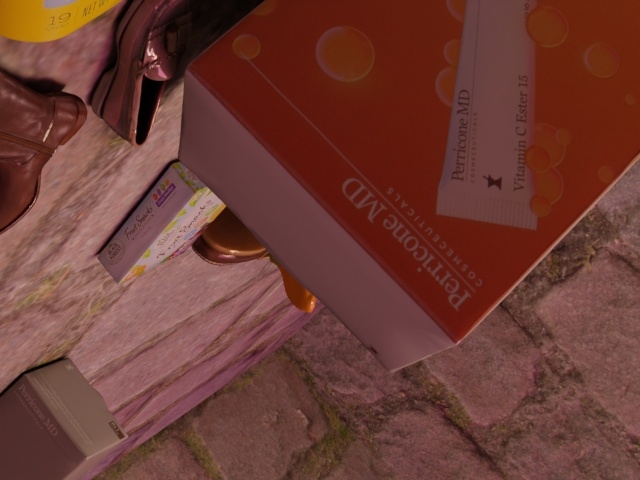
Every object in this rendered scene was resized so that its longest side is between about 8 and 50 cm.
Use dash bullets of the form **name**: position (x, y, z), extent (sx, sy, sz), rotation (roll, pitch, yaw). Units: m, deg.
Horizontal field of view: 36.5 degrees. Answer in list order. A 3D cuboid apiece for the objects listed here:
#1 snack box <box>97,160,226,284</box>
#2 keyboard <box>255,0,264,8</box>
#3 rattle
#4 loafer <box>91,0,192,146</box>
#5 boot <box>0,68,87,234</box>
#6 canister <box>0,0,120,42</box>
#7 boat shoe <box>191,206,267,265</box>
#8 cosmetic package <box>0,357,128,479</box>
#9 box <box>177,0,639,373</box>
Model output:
- **snack box**: position (-0.130, -0.026, 0.888), extent (0.141, 0.037, 0.100), rotation (-45, 170, 35)
- **keyboard**: position (0.035, -0.218, 0.588), extent (0.201, 0.033, 0.317), rotation (-33, 169, -44)
- **rattle**: position (0.000, 0.000, 1.344), extent (0.200, 0.143, 0.130), rotation (-14, 136, -61)
- **loafer**: position (-0.098, -0.102, 0.569), extent (0.045, 0.039, 0.125), rotation (-33, 170, -39)
- **boot**: position (-0.181, -0.044, 0.514), extent (0.106, 0.037, 0.114), rotation (-54, 174, 8)
- **canister**: position (-0.063, -0.150, 0.295), extent (0.126, 0.073, 0.170), rotation (-48, 180, -31)
- **boat shoe**: position (-0.084, -0.008, 1.092), extent (0.073, 0.073, 0.207), rotation (-46, 171, 28)
- **cosmetic package**: position (-0.357, 0.261, 1.138), extent (0.238, 0.127, 0.107), rotation (-44, 171, 18)
- **box**: position (0.105, -0.113, 0.636), extent (0.345, 0.215, 0.168), rotation (-44, 177, -15)
